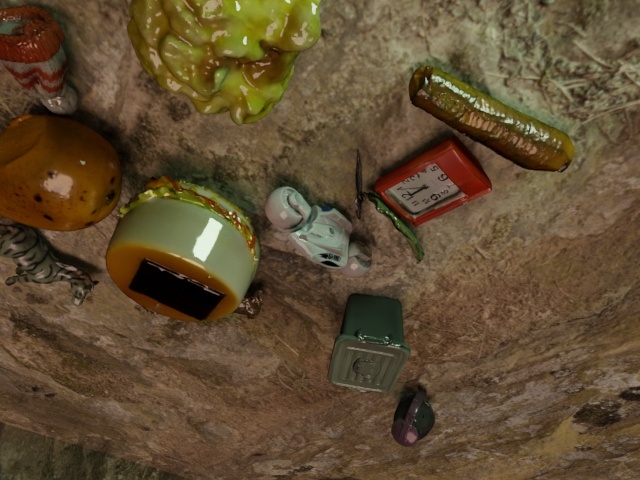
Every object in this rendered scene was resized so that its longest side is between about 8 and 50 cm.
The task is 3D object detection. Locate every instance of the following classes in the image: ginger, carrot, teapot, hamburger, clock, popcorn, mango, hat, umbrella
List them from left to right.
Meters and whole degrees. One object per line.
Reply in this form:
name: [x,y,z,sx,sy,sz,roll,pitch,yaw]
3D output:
hat: [-0.401,-0.243,0.665,0.112,0.094,0.162,17,144,7]
mango: [-0.463,-0.101,0.784,0.290,0.160,0.191,-5,146,20]
hamburger: [-0.246,0.020,0.860,0.275,0.179,0.294,27,138,-15]
ginger: [-0.272,0.120,1.040,0.289,0.084,0.122,14,144,-4]
popcorn: [-0.106,-0.245,0.539,0.216,0.181,0.235,10,138,-1]
umbrella: [0.067,-0.091,0.799,0.022,0.022,0.149,-17,138,-11]
teapot: [0.270,0.518,1.328,0.116,0.146,0.148,50,117,13]
clock: [0.177,-0.096,0.749,0.113,0.061,0.155,37,134,-28]
carrot: [0.241,-0.167,0.652,0.260,0.070,0.070,23,136,-14]

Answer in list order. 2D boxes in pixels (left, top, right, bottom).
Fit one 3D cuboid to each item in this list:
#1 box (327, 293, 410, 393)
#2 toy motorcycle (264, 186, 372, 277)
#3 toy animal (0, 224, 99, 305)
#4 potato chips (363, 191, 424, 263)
box: [0.109,0.237,1.066,0.163,0.135,0.244,8,139,2]
toy motorcycle: [0.000,0.000,0.845,0.112,0.113,0.254,-30,126,35]
toy animal: [-0.647,0.056,1.041,0.169,0.090,0.255,-24,131,25]
potato chips: [0.147,-0.011,0.824,0.028,0.092,0.207,-38,125,9]
